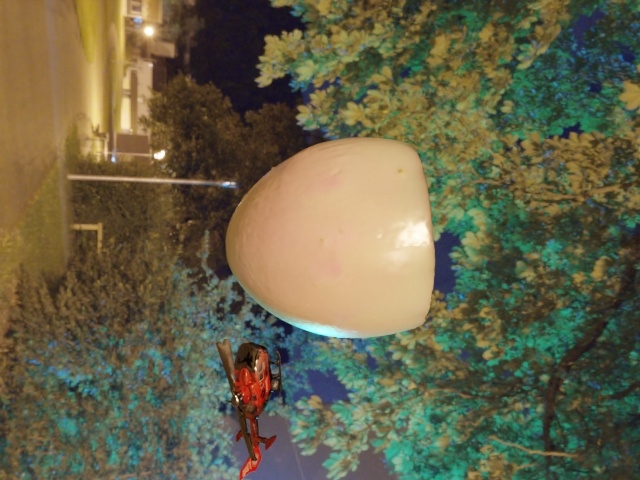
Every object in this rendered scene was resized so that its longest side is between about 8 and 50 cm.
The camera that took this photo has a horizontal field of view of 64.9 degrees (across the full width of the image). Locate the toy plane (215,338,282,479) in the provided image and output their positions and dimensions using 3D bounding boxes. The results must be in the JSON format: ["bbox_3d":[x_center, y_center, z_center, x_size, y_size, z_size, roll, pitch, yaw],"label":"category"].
[{"bbox_3d":[-0.066,0.153,0.477,0.060,0.037,0.145,-27,118,-62],"label":"toy plane"}]

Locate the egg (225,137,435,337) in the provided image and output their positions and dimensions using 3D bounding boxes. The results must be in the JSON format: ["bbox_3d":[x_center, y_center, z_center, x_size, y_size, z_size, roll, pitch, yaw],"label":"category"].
[{"bbox_3d":[0.000,0.000,0.899,0.354,0.339,0.355,177,-90,-88],"label":"egg"}]
